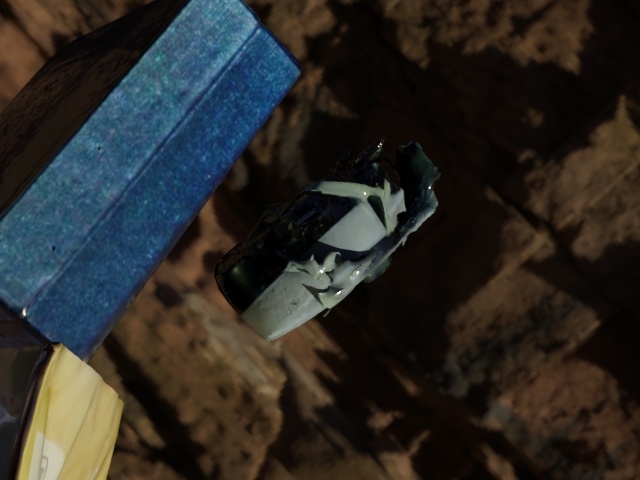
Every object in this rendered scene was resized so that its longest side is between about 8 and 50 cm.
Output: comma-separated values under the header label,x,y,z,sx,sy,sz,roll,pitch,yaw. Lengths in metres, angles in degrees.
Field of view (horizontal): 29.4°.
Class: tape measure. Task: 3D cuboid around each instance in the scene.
label,x,y,z,sx,sy,sz,roll,pitch,yaw
tape measure,-0.002,0.001,0.536,0.054,0.094,0.091,51,-36,-3

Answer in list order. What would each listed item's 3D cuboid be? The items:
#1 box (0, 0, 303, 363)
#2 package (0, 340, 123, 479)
label,x,y,z,sx,sy,sz,roll,pitch,yaw
box,-0.185,-0.047,0.902,0.116,0.279,0.261,47,-28,-22
package,-0.191,0.189,0.467,0.165,0.311,0.221,11,-14,-1
